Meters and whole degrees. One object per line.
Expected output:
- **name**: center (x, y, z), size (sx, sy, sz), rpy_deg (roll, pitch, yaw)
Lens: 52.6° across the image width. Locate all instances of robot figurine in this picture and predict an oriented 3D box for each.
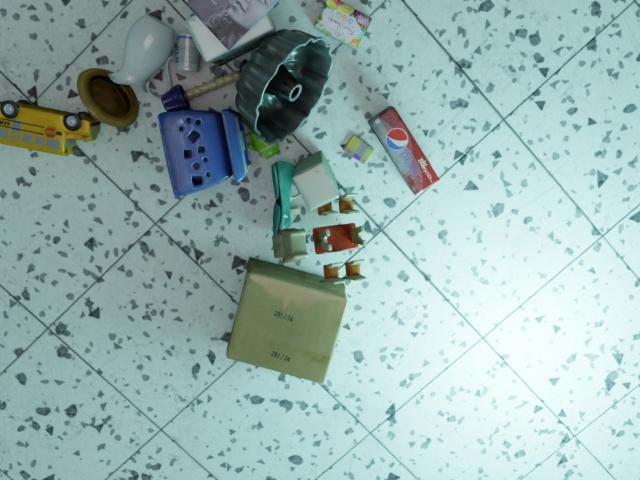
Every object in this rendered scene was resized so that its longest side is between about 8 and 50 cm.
- **robot figurine**: center (-0.168, -0.298, 1.934), size (0.101, 0.067, 0.115), rpy_deg (-20, 104, 32)

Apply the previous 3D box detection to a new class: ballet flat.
- **ballet flat**: center (-0.102, -0.119, 1.975), size (0.087, 0.083, 0.247), rpy_deg (-4, 106, -15)

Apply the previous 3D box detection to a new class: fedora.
- **fedora**: center (-0.624, -0.401, 1.874), size (0.079, 0.194, 0.194), rpy_deg (-27, 105, 40)

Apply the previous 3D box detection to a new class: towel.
- **towel**: center (0.115, -0.278, 1.976), size (0.083, 0.009, 0.060), rpy_deg (33, 100, -9)

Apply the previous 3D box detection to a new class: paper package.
- **paper package**: center (-0.106, 0.248, 2.015), size (0.324, 0.168, 0.310), rpy_deg (15, 104, -6)

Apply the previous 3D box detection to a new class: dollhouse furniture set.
- **dollhouse furniture set**: center (0.000, 0.000, 1.945), size (0.259, 0.135, 0.262), rpy_deg (-7, 91, -27)

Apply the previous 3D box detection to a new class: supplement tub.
- **supplement tub**: center (-0.381, -0.543, 1.869), size (0.071, 0.071, 0.107), rpy_deg (6, 102, -3)

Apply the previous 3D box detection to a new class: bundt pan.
- **bundt pan**: center (-0.114, -0.437, 1.793), size (0.124, 0.331, 0.331), rpy_deg (36, 101, 17)

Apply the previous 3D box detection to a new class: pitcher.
- **pitcher**: center (-0.482, -0.521, 1.857), size (0.177, 0.125, 0.207), rpy_deg (22, 108, -35)

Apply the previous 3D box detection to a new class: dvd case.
- **dvd case**: center (-0.206, -0.608, 1.599), size (0.221, 0.018, 0.164), rpy_deg (-42, 102, 7)

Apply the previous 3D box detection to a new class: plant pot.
- **plant pot**: center (-0.319, -0.263, 1.852), size (0.212, 0.236, 0.236), rpy_deg (-9, 102, 0)

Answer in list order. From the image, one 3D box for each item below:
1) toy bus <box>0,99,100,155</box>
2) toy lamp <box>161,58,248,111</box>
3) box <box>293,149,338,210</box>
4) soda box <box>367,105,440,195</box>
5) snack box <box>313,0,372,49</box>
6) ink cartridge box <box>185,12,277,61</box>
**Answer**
- **toy bus**: center (-0.824, -0.332, 1.888), size (0.332, 0.108, 0.130), rpy_deg (11, 103, -4)
- **toy lamp**: center (-0.331, -0.447, 1.889), size (0.274, 0.080, 0.080), rpy_deg (-23, 103, 3)
- **box**: center (-0.013, -0.177, 1.859), size (0.094, 0.275, 0.113), rpy_deg (-26, 102, 7)
- **soda box**: center (0.249, -0.270, 1.943), size (0.092, 0.083, 0.263), rpy_deg (-33, 103, 7)
- **snack box**: center (0.064, -0.630, 1.877), size (0.141, 0.037, 0.100), rpy_deg (26, 103, -7)
- **ink cartridge box**: center (-0.231, -0.572, 1.759), size (0.201, 0.278, 0.117), rpy_deg (-25, 102, 5)
